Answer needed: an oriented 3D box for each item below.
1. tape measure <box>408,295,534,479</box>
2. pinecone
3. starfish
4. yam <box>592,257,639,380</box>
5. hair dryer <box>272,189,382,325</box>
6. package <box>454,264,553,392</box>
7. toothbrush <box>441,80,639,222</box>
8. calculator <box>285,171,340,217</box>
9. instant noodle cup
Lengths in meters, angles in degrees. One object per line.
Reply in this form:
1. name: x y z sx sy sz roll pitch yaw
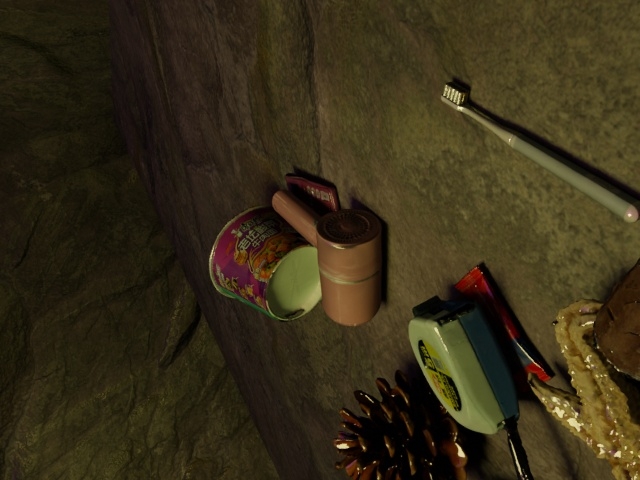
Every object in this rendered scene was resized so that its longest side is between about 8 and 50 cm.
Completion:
1. tape measure: 0.258 0.257 1.090 0.352 0.097 0.215 67 170 -3
2. pinecone: 0.146 0.372 1.272 0.264 0.264 0.264 47 149 40
3. starfish: 0.412 0.278 0.797 0.432 0.082 0.324 59 164 26
4. yam: 0.371 0.023 0.636 0.131 0.131 0.280 53 150 31
5. hair dryer: 0.000 0.000 1.414 0.352 0.125 0.210 43 148 44
6. package: 0.281 0.138 1.055 0.200 0.022 0.083 60 156 16
7. toothbrush: 0.267 -0.121 0.862 0.342 0.025 0.030 48 147 40
8. calculator: -0.012 -0.078 1.495 0.190 0.034 0.127 23 130 51
9. instant noodle cup: -0.105 0.064 1.584 0.190 0.251 0.251 30 137 42
